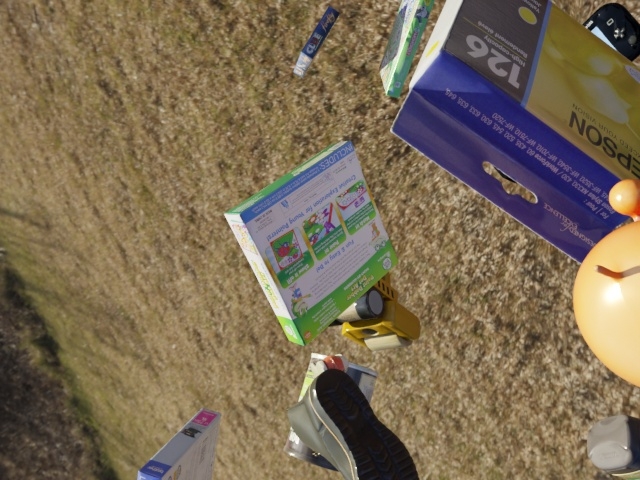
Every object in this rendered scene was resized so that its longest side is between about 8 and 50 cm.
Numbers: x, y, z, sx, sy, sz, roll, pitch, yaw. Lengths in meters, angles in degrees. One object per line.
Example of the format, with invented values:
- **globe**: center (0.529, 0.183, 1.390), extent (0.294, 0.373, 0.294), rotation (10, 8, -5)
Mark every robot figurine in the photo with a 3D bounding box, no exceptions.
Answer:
- **robot figurine**: center (0.277, 0.040, 0.388), extent (0.128, 0.219, 0.158), rotation (23, 115, 47)

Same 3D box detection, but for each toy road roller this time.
- **toy road roller**: center (0.164, 0.188, 1.673), extent (0.202, 0.240, 0.329), rotation (-18, 137, 38)

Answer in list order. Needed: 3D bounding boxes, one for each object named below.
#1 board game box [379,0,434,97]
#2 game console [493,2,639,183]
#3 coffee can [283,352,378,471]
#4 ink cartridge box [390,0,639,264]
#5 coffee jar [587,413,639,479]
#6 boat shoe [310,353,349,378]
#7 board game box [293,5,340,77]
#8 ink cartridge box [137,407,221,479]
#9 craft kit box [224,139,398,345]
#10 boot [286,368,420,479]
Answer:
- **board game box**: center (0.255, -0.618, 1.564), extent (0.046, 0.213, 0.317), rotation (11, 128, -10)
- **game console**: center (0.416, -0.280, 0.974), extent (0.213, 0.044, 0.361), rotation (53, 142, 9)
- **coffee can**: center (0.033, 0.477, 1.467), extent (0.201, 0.201, 0.275), rotation (10, 73, 22)
- **ink cartridge box**: center (0.261, -0.161, 0.617), extent (0.303, 0.307, 0.072), rotation (32, 145, -11)
- **coffee jar**: center (0.494, 0.319, 0.765), extent (0.184, 0.079, 0.096), rotation (21, 146, -6)
- **boat shoe**: center (0.013, 0.211, 0.850), extent (0.049, 0.043, 0.137), rotation (64, 163, 16)
- **board game box**: center (-0.017, -0.628, 1.677), extent (0.042, 0.243, 0.165), rotation (31, 89, -10)
- **ink cartridge box**: center (-0.311, 0.513, 1.109), extent (0.065, 0.311, 0.186), rotation (13, 103, 11)
- **craft kit box**: center (0.000, 0.000, 0.868), extent (0.061, 0.250, 0.246), rotation (2, 122, 53)
- **boot**: center (0.035, 0.264, 0.637), extent (0.198, 0.077, 0.137), rotation (62, 146, 19)
